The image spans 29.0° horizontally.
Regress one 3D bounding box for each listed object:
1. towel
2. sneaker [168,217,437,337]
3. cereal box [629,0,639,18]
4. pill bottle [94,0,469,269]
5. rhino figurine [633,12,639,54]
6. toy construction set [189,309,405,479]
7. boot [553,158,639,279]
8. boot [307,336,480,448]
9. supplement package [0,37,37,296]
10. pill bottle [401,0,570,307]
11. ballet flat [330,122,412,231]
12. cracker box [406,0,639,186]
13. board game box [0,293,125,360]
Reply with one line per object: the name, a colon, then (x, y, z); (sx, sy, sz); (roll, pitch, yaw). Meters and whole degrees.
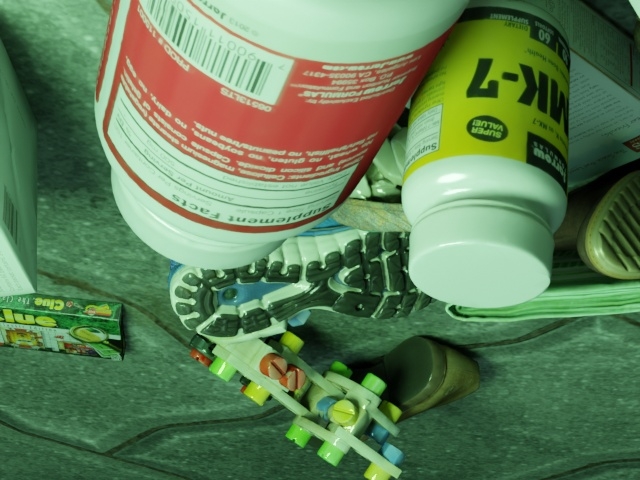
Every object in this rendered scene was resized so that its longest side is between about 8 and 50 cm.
towel: (0.253, 0.035, 1.183); (0.248, 0.038, 0.325); (-4, -174, 10)
sneaker: (0.000, 0.000, 1.291); (0.330, 0.147, 0.129); (-5, 128, -15)
cereal box: (0.231, -0.249, 0.769); (0.173, 0.047, 0.240); (-6, 137, 43)
pill bottle: (-0.044, -0.140, 0.916); (0.229, 0.229, 0.407); (12, 151, -11)
rhino figurine: (0.357, -0.142, 0.986); (0.243, 0.106, 0.073); (14, 113, -18)
toy construction set: (-0.033, 0.156, 1.504); (0.215, 0.151, 0.327); (24, 151, 49)
boot: (0.250, -0.007, 1.135); (0.207, 0.248, 0.090); (-25, 95, 47)
boot: (0.093, 0.221, 1.686); (0.115, 0.112, 0.305); (14, 150, -36)
supplement package: (-0.405, -0.065, 1.104); (0.263, 0.198, 0.199); (-7, 151, -1)
pill bottle: (0.121, -0.064, 0.906); (0.119, 0.208, 0.119); (5, 151, 3)
ballet flat: (0.083, -0.063, 1.107); (0.316, 0.107, 0.106); (12, 148, 55)
cracker box: (0.181, -0.134, 1.056); (0.232, 0.067, 0.156); (28, 145, -33)
board game box: (-0.390, 0.107, 1.634); (0.260, 0.030, 0.136); (7, 149, -2)
